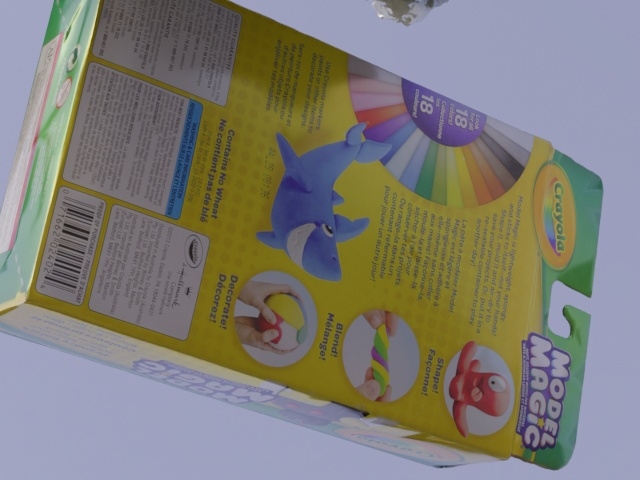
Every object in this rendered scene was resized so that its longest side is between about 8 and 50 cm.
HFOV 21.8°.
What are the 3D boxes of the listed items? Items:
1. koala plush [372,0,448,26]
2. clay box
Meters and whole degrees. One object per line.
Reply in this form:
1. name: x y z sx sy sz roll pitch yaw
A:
1. koala plush: 0.010 -0.169 0.548 0.221 0.203 0.196 40 -36 -19
2. clay box: 0.000 0.000 0.593 0.222 0.127 0.053 22 -23 -28
